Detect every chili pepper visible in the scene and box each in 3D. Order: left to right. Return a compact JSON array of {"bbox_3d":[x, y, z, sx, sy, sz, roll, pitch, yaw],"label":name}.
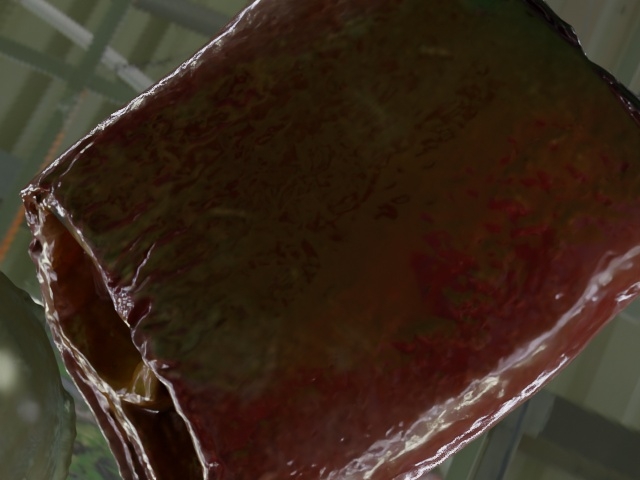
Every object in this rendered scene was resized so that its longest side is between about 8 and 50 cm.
[{"bbox_3d":[0.000,0.000,0.740,0.305,0.229,0.251,-37,-82,-15],"label":"chili pepper"}]

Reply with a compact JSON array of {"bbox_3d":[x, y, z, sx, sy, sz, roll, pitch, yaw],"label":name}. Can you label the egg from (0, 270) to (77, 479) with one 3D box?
[{"bbox_3d":[-0.177,0.071,0.546,0.164,0.201,0.164,4,-101,-22],"label":"egg"}]
